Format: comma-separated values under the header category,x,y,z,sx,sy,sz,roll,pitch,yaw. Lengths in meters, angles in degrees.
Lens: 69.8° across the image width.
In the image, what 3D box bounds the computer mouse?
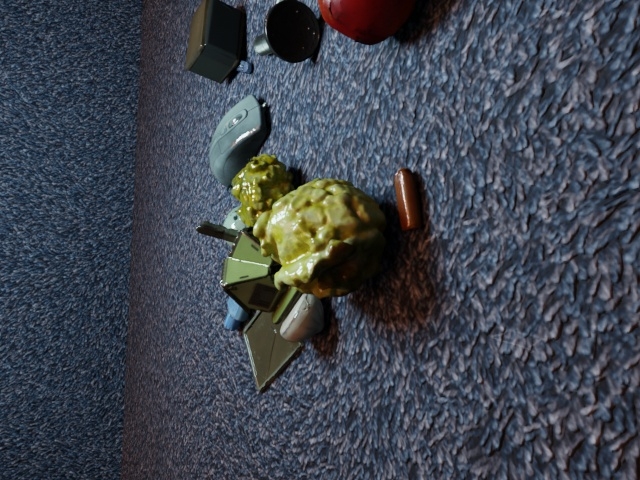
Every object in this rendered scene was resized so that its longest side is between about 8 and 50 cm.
category,x,y,z,sx,sy,sz,roll,pitch,yaw
computer mouse,-0.294,-0.336,1.561,0.371,0.122,0.188,-47,50,38

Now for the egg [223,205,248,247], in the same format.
category,x,y,z,sx,sy,sz,roll,pitch,yaw
egg,-0.241,-0.043,1.432,0.131,0.132,0.164,-52,44,39

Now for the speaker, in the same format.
category,x,y,z,sx,sy,sz,roll,pitch,yaw
speaker,-0.389,-0.733,1.687,0.193,0.153,0.230,-20,63,51

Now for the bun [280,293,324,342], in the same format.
category,x,y,z,sx,sy,sz,roll,pitch,yaw
bun,-0.034,0.198,1.141,0.138,0.094,0.138,-56,9,14

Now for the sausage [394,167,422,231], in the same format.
category,x,y,z,sx,sy,sz,roll,pitch,yaw
sausage,0.175,-0.082,0.916,0.041,0.039,0.130,-30,60,58

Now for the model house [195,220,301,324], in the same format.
category,x,y,z,sx,sy,sz,roll,pitch,yaw
model house,-0.196,0.061,1.182,0.204,0.279,0.218,-59,23,31

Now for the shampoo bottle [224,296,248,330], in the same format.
category,x,y,z,sx,sy,sz,roll,pitch,yaw
shampoo bottle,-0.251,0.183,1.478,0.103,0.061,0.258,54,128,43

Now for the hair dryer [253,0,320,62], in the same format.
category,x,y,z,sx,sy,sz,roll,pitch,yaw
hair dryer,-0.119,-0.672,1.321,0.320,0.156,0.283,-133,46,-57

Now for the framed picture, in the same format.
category,x,y,z,sx,sy,sz,roll,pitch,yaw
framed picture,-0.148,0.289,1.357,0.289,0.016,0.213,-53,46,37

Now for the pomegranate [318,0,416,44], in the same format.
category,x,y,z,sx,sy,sz,roll,pitch,yaw
pomegranate,0.098,-0.521,0.943,0.210,0.210,0.235,-47,18,42

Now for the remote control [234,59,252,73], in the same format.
category,x,y,z,sx,sy,sz,roll,pitch,yaw
remote control,-0.279,-0.624,1.650,0.152,0.027,0.043,41,125,51

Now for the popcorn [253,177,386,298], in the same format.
category,x,y,z,sx,sy,sz,roll,pitch,yaw
popcorn,0.006,0.005,0.972,0.237,0.293,0.292,45,124,26

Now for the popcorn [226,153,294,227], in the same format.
category,x,y,z,sx,sy,sz,roll,pitch,yaw
popcorn,-0.168,-0.134,1.292,0.189,0.170,0.217,-21,53,55
